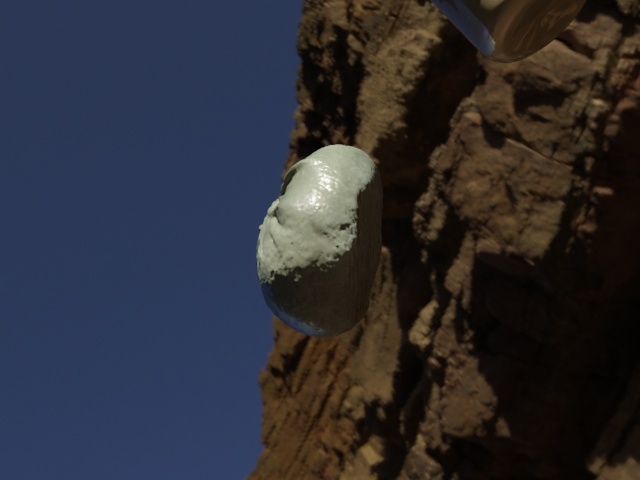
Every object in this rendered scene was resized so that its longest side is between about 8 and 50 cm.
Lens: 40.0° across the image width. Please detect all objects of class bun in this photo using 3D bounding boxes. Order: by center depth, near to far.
[{"bbox_3d":[0.000,0.000,0.360,0.045,0.083,0.083,9,-64,11],"label":"bun"}]

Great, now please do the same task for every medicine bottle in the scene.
[{"bbox_3d":[0.110,-0.269,0.744,0.114,0.252,0.114,-31,-24,-15],"label":"medicine bottle"}]
